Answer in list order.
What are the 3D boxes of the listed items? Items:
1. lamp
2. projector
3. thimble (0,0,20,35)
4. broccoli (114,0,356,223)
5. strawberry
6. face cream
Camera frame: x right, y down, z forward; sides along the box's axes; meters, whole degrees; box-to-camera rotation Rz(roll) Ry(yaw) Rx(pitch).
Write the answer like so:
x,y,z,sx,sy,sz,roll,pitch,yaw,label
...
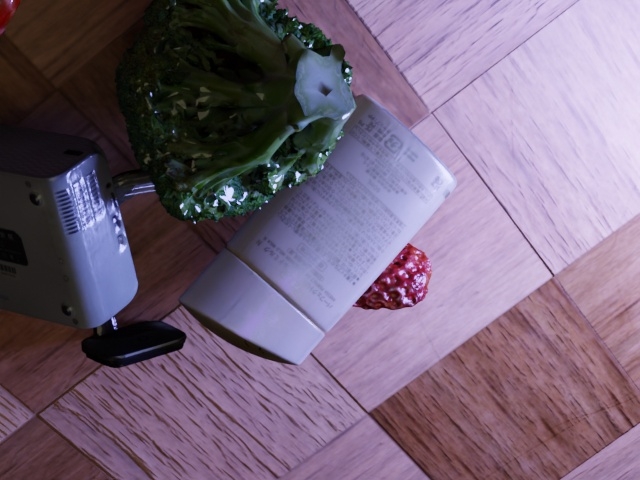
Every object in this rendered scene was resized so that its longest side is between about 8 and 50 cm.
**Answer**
x,y,z,sx,sy,sz,roll,pitch,yaw,label
-0.202,0.016,1.567,0.203,0.124,0.283,-12,120,-32,lamp
-0.346,-0.022,1.421,0.250,0.108,0.198,12,126,30,projector
-0.448,-0.325,1.230,0.350,0.230,0.350,-6,118,-12,thimble
-0.085,-0.171,1.389,0.308,0.275,0.308,4,84,-37,broccoli
0.054,0.042,1.625,0.188,0.121,0.082,-6,113,-8,strawberry
0.000,0.000,1.551,0.173,0.081,0.348,41,86,-10,face cream
